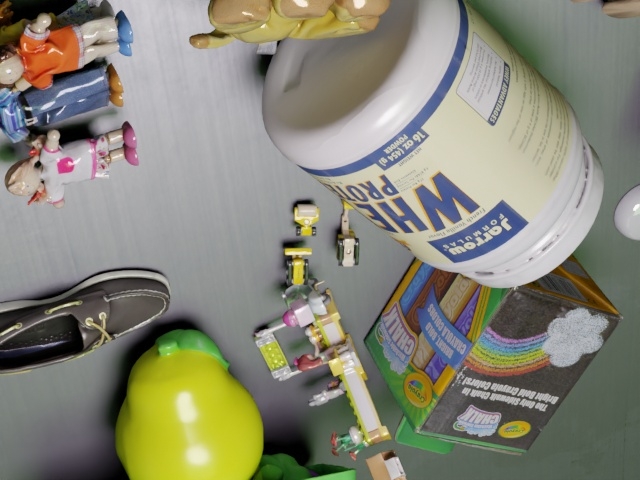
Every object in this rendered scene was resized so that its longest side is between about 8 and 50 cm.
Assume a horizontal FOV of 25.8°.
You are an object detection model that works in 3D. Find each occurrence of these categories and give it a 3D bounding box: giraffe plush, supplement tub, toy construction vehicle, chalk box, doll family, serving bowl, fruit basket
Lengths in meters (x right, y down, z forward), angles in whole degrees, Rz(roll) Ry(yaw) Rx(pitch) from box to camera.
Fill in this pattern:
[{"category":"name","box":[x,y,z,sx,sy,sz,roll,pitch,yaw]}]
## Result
[{"category":"giraffe plush","box":[-0.039,-0.275,1.300,0.181,0.210,0.170,-5,88,-23]},{"category":"supplement tub","box":[0.124,-0.111,1.447,0.235,0.235,0.325,-45,128,12]},{"category":"toy construction vehicle","box":[0.000,0.000,1.607,0.086,0.035,0.098,-3,111,-9]},{"category":"chalk box","box":[0.186,0.132,1.688,0.180,0.179,0.289,17,117,-32]},{"category":"doll family","box":[-0.275,-0.149,1.358,0.163,0.118,0.263,-18,147,-17]},{"category":"serving bowl","box":[0.412,-0.032,1.755,0.083,0.027,0.083,-11,126,-15]},{"category":"fruit basket","box":[-0.153,0.291,1.662,0.392,0.283,0.392,2,81,-13]}]

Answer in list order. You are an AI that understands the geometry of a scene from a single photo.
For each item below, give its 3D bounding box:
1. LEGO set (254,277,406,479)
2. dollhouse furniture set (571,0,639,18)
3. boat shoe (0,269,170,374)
[{"category":"LEGO set","box":[0.004,0.180,1.677,0.107,0.132,0.287,-22,107,1]},{"category":"dollhouse furniture set","box":[0.350,-0.325,1.519,0.144,0.123,0.151,24,78,-34]},{"category":"boat shoe","box":[-0.270,0.096,1.545,0.228,0.068,0.081,-15,128,-11]}]
